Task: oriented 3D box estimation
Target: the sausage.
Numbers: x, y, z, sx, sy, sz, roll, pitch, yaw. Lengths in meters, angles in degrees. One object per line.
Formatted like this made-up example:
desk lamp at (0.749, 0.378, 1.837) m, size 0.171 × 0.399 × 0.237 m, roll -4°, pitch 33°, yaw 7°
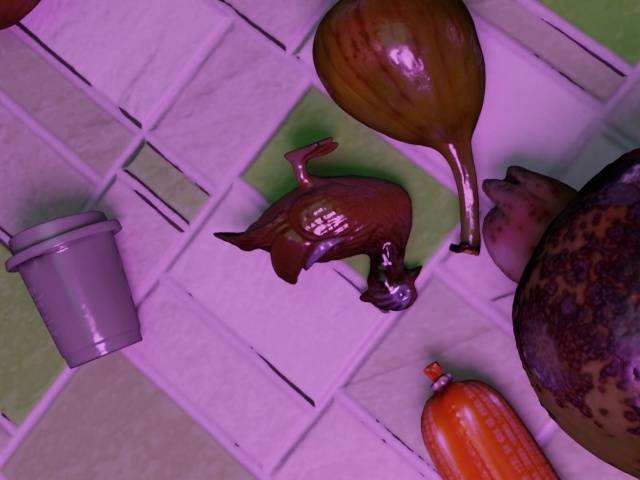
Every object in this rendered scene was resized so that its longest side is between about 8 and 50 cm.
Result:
sausage at (0.177, 0.241, 0.960) m, size 0.093 × 0.093 × 0.312 m, roll -34°, pitch 74°, yaw 9°

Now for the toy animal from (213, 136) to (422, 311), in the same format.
toy animal at (0.000, 0.000, 1.051) m, size 0.188 × 0.089 × 0.179 m, roll -21°, pitch 93°, yaw 7°

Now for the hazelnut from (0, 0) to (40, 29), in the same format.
hazelnut at (-0.370, -0.325, 1.161) m, size 0.212 × 0.181 × 0.181 m, roll 15°, pitch 59°, yaw 16°

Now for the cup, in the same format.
cup at (-0.238, 0.050, 1.094) m, size 0.120 × 0.120 × 0.141 m, roll -22°, pitch 85°, yaw 12°

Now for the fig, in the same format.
fig at (0.096, -0.115, 0.999) m, size 0.151 × 0.151 × 0.259 m, roll -27°, pitch 76°, yaw 11°

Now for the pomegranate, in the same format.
pomegranate at (0.252, 0.032, 0.889) m, size 0.341 × 0.285 × 0.285 m, roll 38°, pitch 95°, yaw 42°
